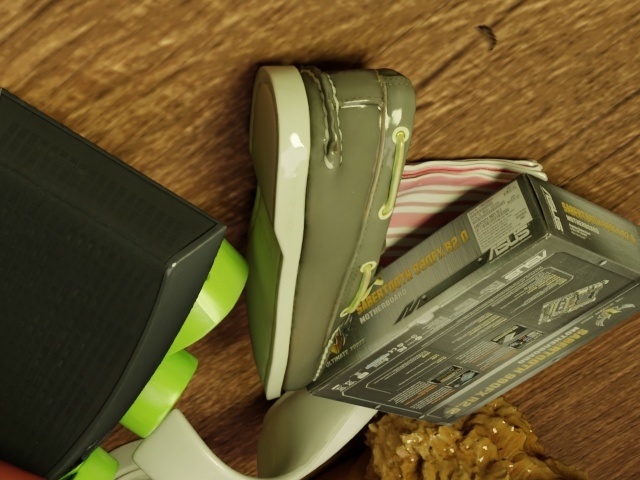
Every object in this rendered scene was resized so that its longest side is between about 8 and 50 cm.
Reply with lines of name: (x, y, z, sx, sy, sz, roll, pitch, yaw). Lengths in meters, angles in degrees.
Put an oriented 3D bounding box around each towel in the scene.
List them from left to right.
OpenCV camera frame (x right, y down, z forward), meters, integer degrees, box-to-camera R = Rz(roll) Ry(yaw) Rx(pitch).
towel: (0.067, 0.009, 1.153, 0.144, 0.029, 0.197, -3, 144, -25)

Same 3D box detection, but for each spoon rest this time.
spoon rest: (-0.028, 0.160, 1.220, 0.137, 0.084, 0.276, -48, 158, 24)

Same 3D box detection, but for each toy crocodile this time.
toy crocodile: (-0.169, 0.104, 1.106, 0.115, 0.105, 0.340, 37, 129, -5)

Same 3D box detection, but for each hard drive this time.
hard drive: (-0.178, 0.043, 0.958, 0.172, 0.054, 0.255, 32, 130, -3)

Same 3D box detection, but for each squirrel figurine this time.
squirrel figurine: (0.143, 0.340, 1.374, 0.281, 0.370, 0.397, -9, 146, -18)

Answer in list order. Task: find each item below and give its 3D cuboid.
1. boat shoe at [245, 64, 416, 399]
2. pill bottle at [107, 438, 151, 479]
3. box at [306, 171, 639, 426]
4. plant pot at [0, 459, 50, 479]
boat shoe: (0.001, 0.004, 1.033, 0.091, 0.109, 0.305, -7, 143, -11)
pill bottle: (-0.118, 0.273, 1.273, 0.121, 0.216, 0.121, -15, 149, -9)
box: (0.122, 0.052, 1.174, 0.231, 0.056, 0.183, -36, 147, 29)
plant pot: (-0.288, 0.226, 0.974, 0.243, 0.275, 0.275, 6, 155, 20)
